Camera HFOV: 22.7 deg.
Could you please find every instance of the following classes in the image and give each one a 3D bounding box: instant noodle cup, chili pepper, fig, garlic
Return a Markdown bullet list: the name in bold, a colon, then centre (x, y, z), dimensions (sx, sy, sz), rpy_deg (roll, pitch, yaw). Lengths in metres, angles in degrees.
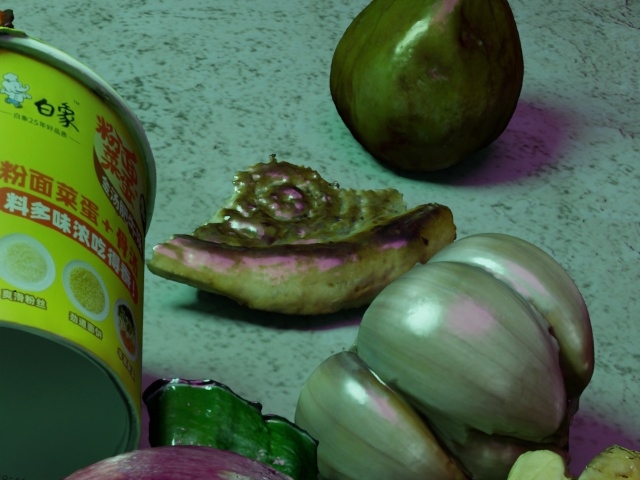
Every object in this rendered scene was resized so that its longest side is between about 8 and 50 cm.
- **instant noodle cup**: centre (-0.240, 0.043, 1.012), dimensions (0.311, 0.311, 0.221), rpy_deg (-1, 44, -16)
- **chili pepper**: centre (-0.053, 0.210, 0.965), dimensions (0.099, 0.136, 0.270), rpy_deg (-23, 36, 17)
- **fig**: centre (0.134, -0.199, 1.484), dimensions (0.191, 0.290, 0.190), rpy_deg (30, 28, -17)
- **garlic**: centre (0.092, 0.090, 1.133), dimensions (0.191, 0.160, 0.214), rpy_deg (27, 34, 32)

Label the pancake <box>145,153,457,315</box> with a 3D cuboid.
- **pancake**: centre (0.000, 0.000, 1.332), dimensions (0.212, 0.056, 0.257), rpy_deg (20, 35, 14)

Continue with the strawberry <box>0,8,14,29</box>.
- **strawberry**: centre (-0.346, -0.149, 1.436), dimensions (0.140, 0.085, 0.192), rpy_deg (-3, 30, -6)

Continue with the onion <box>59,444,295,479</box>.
- **onion**: centre (-0.068, 0.227, 0.754), dimensions (0.256, 0.272, 0.230), rpy_deg (47, 5, 8)

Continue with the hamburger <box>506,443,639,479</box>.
- **hamburger**: centre (0.150, 0.216, 0.990), dimensions (0.124, 0.131, 0.262), rpy_deg (20, 40, 14)
